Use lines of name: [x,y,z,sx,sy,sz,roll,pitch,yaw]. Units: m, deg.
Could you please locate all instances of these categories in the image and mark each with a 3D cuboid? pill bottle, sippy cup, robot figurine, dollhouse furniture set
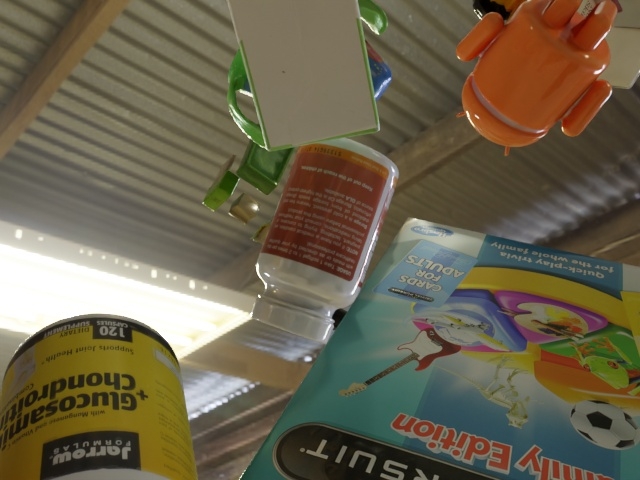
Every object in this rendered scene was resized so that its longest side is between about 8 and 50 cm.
pill bottle: [0.000,0.000,0.734,0.121,0.216,0.121,20,-8,3]
pill bottle: [-0.114,0.127,0.330,0.103,0.184,0.103,-9,-58,-14]
sippy cup: [-0.004,-0.296,1.141,0.224,0.240,0.305,40,-74,-2]
robot figurine: [0.257,-0.205,0.795,0.158,0.128,0.219,7,-39,-24]
dollhouse furniture set: [-0.084,-0.095,1.497,0.302,0.151,0.198,35,-44,-20]

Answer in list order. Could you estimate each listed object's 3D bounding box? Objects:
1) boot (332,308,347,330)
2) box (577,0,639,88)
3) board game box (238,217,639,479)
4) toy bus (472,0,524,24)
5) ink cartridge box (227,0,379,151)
boot: [0.011,0.099,1.126,0.121,0.045,0.099,12,-63,20]
box: [0.626,-0.468,1.440,0.127,0.232,0.148,3,-41,-8]
board game box: [0.129,0.112,0.422,0.254,0.336,0.079,13,-59,18]
toy bus: [0.353,-0.464,1.043,0.212,0.220,0.149,-15,-6,-15]
ink cartridge box: [-0.023,-0.258,0.742,0.119,0.353,0.207,-11,-65,4]
